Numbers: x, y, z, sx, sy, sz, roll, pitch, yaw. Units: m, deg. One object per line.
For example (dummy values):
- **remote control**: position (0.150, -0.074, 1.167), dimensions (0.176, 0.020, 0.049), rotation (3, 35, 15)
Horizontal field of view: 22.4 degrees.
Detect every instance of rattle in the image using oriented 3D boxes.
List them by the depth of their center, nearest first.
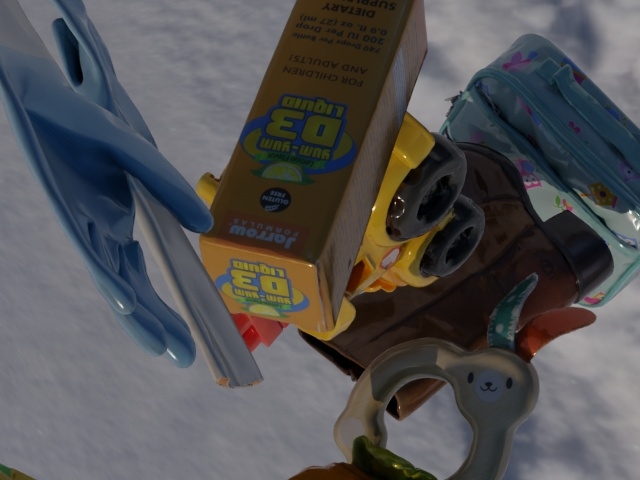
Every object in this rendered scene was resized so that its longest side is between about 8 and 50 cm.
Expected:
- **rattle**: position (0.075, 0.099, 1.065), dimensions (0.200, 0.130, 0.143), rotation (-41, 139, 22)

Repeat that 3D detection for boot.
- **boot**: position (0.100, 0.035, 1.579), dimensions (0.280, 0.264, 0.096), rotation (-31, 142, -20)

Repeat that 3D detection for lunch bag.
- **lunch bag**: position (0.252, -0.075, 1.718), dimensions (0.279, 0.224, 0.108), rotation (45, 63, 9)

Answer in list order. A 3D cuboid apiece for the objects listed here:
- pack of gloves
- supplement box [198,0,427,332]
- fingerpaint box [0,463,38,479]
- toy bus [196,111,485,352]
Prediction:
- **pack of gloves**: position (-0.081, -0.052, 0.669), dimensions (0.046, 0.195, 0.232), rotation (-29, 80, 7)
- **supplement box**: position (0.001, -0.063, 0.984), dimensions (0.078, 0.080, 0.233), rotation (11, 58, 13)
- **fingerpaint box**: position (-0.387, 0.387, 1.542), dimensions (0.163, 0.371, 0.445), rotation (-28, 139, 25)
- **toy bus**: position (0.000, 0.000, 1.191), dimensions (0.149, 0.220, 0.211), rotation (34, 79, 26)
